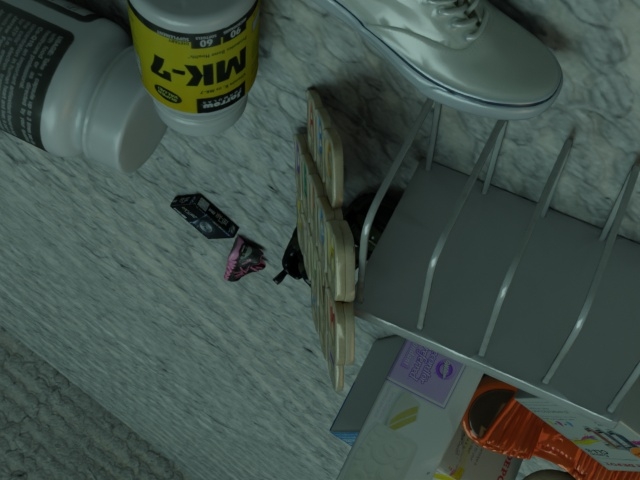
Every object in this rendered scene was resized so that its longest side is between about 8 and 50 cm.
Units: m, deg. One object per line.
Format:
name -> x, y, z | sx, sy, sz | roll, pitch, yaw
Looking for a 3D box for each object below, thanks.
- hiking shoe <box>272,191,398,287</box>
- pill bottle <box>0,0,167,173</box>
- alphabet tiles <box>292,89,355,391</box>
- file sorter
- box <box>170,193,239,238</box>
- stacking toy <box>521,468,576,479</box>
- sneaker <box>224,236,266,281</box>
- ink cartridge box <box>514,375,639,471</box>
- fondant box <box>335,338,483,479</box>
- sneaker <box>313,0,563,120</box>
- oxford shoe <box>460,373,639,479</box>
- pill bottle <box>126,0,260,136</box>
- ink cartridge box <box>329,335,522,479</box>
hiking shoe -> 0.033, 0.015, 1.226 | 0.086, 0.114, 0.227 | 39, 155, -24
pill bottle -> -0.310, -0.190, 1.125 | 0.283, 0.161, 0.161 | 25, 157, 7
alphabet tiles -> 0.000, 0.000, 1.055 | 0.021, 0.284, 0.278 | -4, 117, -8
file sorter -> 0.191, 0.008, 0.947 | 0.277, 0.193, 0.173 | 23, 153, 11
box -> -0.167, -0.034, 1.470 | 0.067, 0.018, 0.083 | -2, 143, 49
stacking toy -> 0.421, 0.419, 1.537 | 0.141, 0.141, 0.330 | 5, 172, 43
sneaker -> -0.111, 0.037, 1.532 | 0.057, 0.047, 0.119 | 17, 158, -3
ink cartridge box -> 0.346, 0.175, 1.194 | 0.176, 0.127, 0.128 | 36, 155, -21
fondant box -> 0.114, 0.199, 1.226 | 0.096, 0.238, 0.330 | 26, 180, 6
sneaker -> 0.081, -0.182, 0.791 | 0.258, 0.094, 0.091 | 30, 161, -3
oxford shoe -> 0.356, 0.259, 1.418 | 0.363, 0.130, 0.133 | 25, -170, -8
pill bottle -> -0.117, -0.191, 0.962 | 0.119, 0.119, 0.208 | 25, 157, 7
ink cartridge box -> 0.173, 0.272, 1.530 | 0.232, 0.171, 0.168 | 35, 156, -15
